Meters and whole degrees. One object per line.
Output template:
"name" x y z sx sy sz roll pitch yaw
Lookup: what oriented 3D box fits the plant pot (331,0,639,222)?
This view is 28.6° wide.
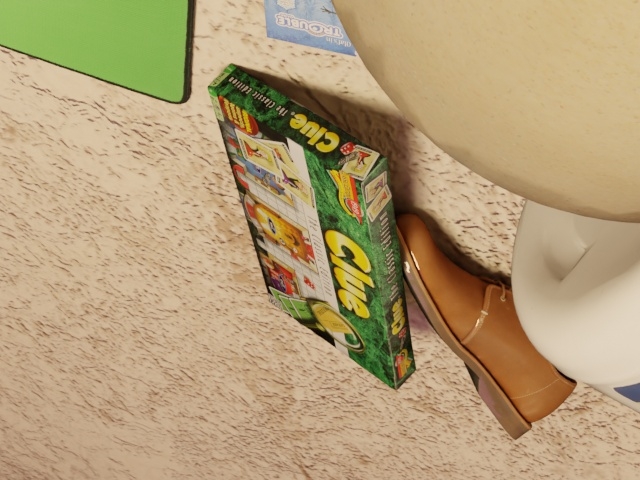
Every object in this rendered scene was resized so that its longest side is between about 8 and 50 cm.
"plant pot" 0.130 -0.135 0.330 0.256 0.257 0.274 22 179 -3

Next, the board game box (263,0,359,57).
"board game box" 0.011 -0.142 0.711 0.090 0.020 0.090 14 149 11

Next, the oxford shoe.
"oxford shoe" 0.116 0.049 0.914 0.076 0.076 0.212 -35 118 9

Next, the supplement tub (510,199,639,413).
"supplement tub" 0.279 0.025 0.614 0.316 0.228 0.228 29 147 -14

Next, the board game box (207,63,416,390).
"board game box" 0.000 0.000 0.880 0.136 0.030 0.260 30 154 27

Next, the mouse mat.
"mouse mat" -0.170 -0.159 0.803 0.189 0.007 0.153 20 148 4
